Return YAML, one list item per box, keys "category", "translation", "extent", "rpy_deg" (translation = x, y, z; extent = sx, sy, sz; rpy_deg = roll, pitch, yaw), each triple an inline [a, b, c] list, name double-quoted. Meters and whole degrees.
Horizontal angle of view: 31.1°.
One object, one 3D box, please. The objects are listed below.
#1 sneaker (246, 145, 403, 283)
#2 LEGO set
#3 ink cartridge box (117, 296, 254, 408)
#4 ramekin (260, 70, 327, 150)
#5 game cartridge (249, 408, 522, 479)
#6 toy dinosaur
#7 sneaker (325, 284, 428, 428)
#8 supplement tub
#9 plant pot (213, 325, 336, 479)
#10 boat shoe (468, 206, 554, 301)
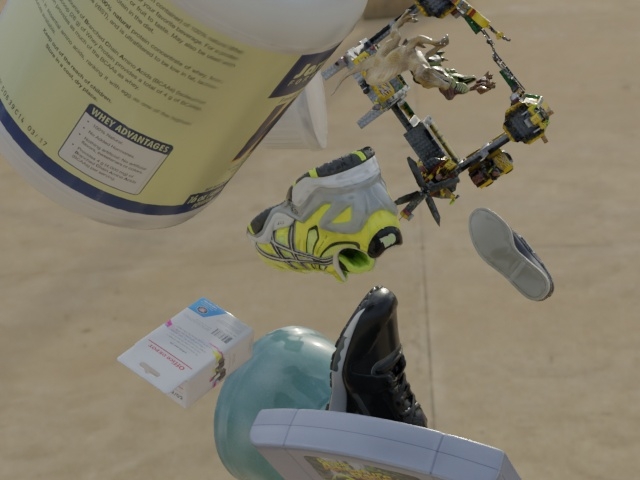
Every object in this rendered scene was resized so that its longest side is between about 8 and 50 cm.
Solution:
- category: "sneaker"
  translation: [0.000, 0.000, 1.635]
  extent: [0.145, 0.147, 0.385]
  rpy_deg: [-24, -7, -19]
- category: "LEGO set"
  translation: [0.161, -0.203, 1.603]
  extent: [0.255, 0.331, 0.192]
  rpy_deg: [-25, 9, 22]
- category: "ink cartridge box"
  translation: [-0.193, 0.168, 1.647]
  extent: [0.104, 0.061, 0.181]
  rpy_deg: [30, 43, 26]
- category: "ramekin"
  translation: [-0.074, -0.296, 2.194]
  extent: [0.127, 0.272, 0.273]
  rpy_deg: [-8, 18, 9]
- category: "game cartridge"
  translation: [0.075, 0.253, 1.236]
  extent: [0.294, 0.196, 0.060]
  rpy_deg: [4, 53, 32]
- category: "toy dinosaur"
  translation: [0.075, -0.195, 1.226]
  extent: [0.183, 0.053, 0.092]
  rpy_deg: [11, 55, 52]
- category: "sneaker"
  translation: [0.080, 0.183, 1.349]
  extent: [0.124, 0.283, 0.107]
  rpy_deg: [22, 36, 19]
- category: "supplement tub"
  translation: [-0.108, -0.187, 0.906]
  extent: [0.235, 0.235, 0.325]
  rpy_deg: [-30, -13, -51]
- category: "plant pot"
  translation: [-0.005, 0.312, 1.950]
  extent: [0.293, 0.293, 0.196]
  rpy_deg: [-20, 26, -37]
- category: "boat shoe"
  translation: [0.339, 0.026, 2.042]
  extent: [0.206, 0.075, 0.065]
  rpy_deg: [52, 22, 24]
